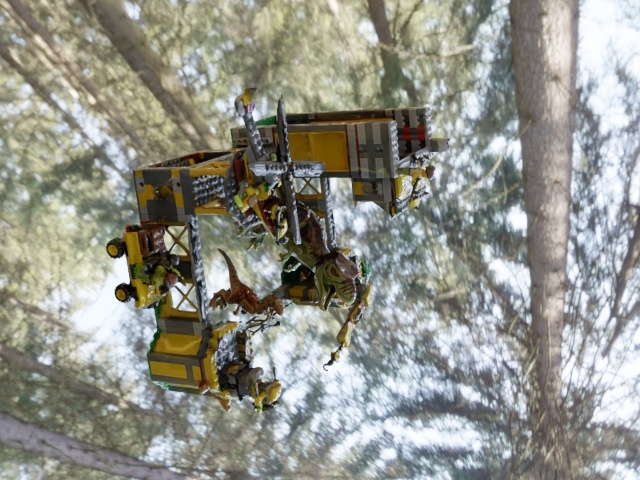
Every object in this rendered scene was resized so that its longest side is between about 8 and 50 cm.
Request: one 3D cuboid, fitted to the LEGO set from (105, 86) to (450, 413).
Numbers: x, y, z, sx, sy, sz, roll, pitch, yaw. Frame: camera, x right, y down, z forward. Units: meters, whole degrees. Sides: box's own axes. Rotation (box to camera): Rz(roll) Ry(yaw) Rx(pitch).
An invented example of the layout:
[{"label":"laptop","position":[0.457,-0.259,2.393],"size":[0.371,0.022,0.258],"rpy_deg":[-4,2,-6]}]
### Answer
[{"label":"LEGO set","position":[0.000,0.000,0.718],"size":[0.192,0.331,0.254],"rpy_deg":[2,-81,28]}]
